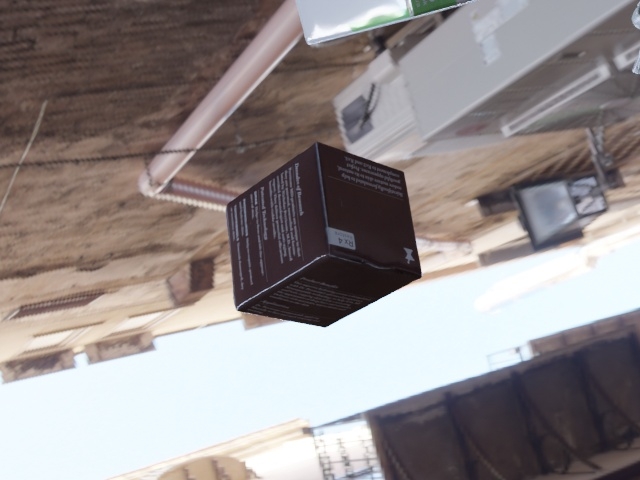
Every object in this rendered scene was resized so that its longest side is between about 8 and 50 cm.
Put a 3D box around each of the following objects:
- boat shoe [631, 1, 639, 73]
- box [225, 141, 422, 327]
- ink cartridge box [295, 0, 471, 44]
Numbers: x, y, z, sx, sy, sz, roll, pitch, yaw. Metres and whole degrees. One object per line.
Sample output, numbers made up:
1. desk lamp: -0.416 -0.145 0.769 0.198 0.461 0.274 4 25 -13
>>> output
1. boat shoe: 0.569 -0.379 1.717 0.088 0.267 0.096 11 -121 20
2. box: 0.000 0.000 1.390 0.169 0.203 0.167 16 -124 -39
3. ink cartridge box: 0.130 -0.314 1.141 0.273 0.198 0.114 -22 -77 -31
